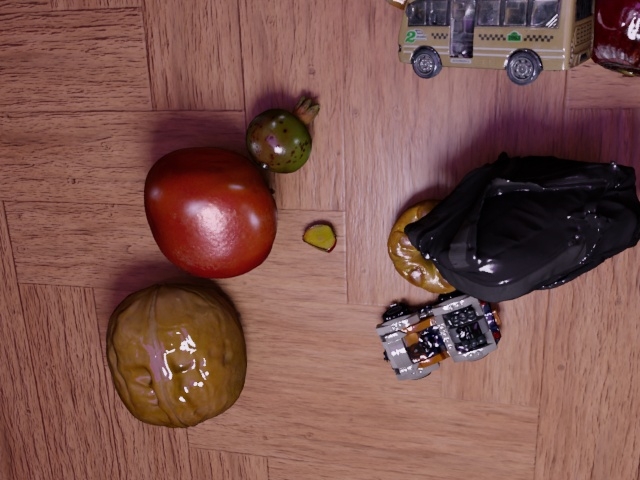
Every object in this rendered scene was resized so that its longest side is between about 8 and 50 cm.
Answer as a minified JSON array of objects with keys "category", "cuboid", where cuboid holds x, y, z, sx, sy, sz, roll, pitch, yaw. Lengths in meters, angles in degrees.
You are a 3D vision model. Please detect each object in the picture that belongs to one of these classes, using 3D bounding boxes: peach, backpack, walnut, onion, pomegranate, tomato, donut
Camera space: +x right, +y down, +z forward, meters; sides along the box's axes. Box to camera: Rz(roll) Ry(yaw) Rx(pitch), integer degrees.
[{"category":"peach","cuboid":[0.000,0.000,1.613,0.083,0.050,0.078,-21,78,10]},{"category":"backpack","cuboid":[0.398,-0.037,1.287,0.363,0.445,0.255,19,131,56]},{"category":"walnut","cuboid":[-0.371,0.298,1.662,0.353,0.308,0.398,-12,105,15]},{"category":"onion","cuboid":[0.614,-0.440,1.245,0.206,0.207,0.216,19,105,4]},{"category":"pomegranate","cuboid":[-0.083,-0.250,1.509,0.159,0.159,0.205,40,84,-1]},{"category":"tomato","cuboid":[-0.255,-0.070,1.503,0.289,0.325,0.293,-18,130,-24]},{"category":"donut","cuboid":[0.270,0.012,1.516,0.226,0.114,0.227,4,108,12]}]

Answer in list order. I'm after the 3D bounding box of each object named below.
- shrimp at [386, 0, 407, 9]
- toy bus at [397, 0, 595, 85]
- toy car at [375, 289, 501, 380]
[{"category":"shrimp","cuboid":[0.183,-0.641,1.360,0.152,0.063,0.288,-5,109,13]},{"category":"toy bus","cuboid":[0.340,-0.427,1.270,0.365,0.177,0.202,13,120,34]},{"category":"toy car","cuboid":[0.292,0.227,1.581,0.301,0.118,0.193,-20,99,18]}]
